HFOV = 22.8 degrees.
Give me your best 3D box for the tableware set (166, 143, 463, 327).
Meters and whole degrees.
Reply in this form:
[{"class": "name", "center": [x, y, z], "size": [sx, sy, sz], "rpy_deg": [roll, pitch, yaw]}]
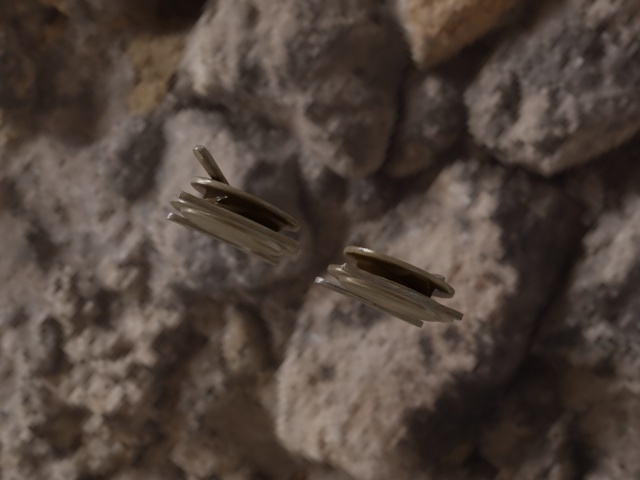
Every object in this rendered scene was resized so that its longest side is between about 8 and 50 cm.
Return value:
[{"class": "tableware set", "center": [0.000, 0.000, 1.001], "size": [0.128, 0.194, 0.039], "rpy_deg": [150, 143, -80]}]
